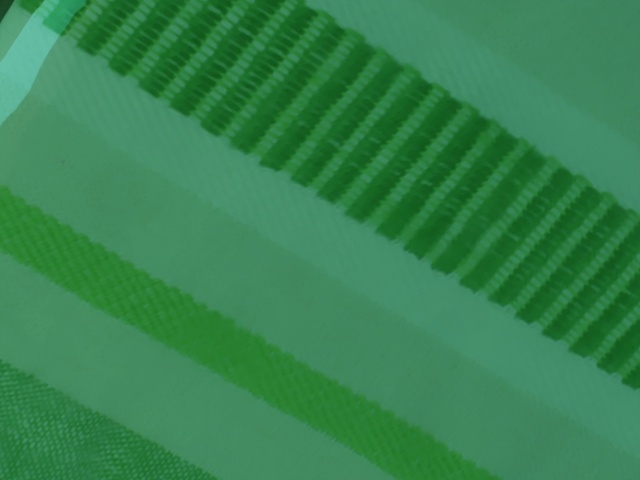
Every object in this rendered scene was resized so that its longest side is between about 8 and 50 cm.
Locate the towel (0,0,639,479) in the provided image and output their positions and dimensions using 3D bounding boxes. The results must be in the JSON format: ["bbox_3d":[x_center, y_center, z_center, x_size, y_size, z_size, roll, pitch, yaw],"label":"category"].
[{"bbox_3d":[0.059,-0.028,0.403,0.248,0.038,0.325,31,100,-16],"label":"towel"}]
